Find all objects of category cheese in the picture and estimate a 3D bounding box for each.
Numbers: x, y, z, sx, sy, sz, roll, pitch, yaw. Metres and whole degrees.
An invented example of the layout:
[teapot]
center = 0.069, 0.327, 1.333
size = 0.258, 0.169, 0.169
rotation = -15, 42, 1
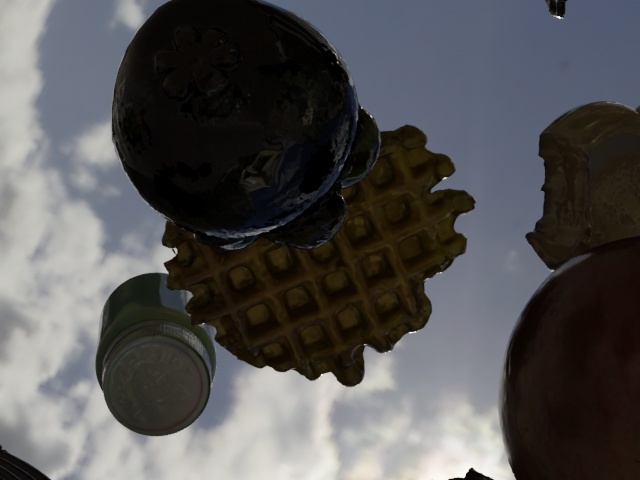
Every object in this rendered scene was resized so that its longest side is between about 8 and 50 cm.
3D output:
[cheese]
center = 0.309, -0.072, 1.707
size = 0.071, 0.249, 0.163
rotation = 13, -58, 55

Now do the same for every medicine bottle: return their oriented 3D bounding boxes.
[medicine bottle]
center = -0.190, 0.130, 1.984
size = 0.139, 0.139, 0.225
rotation = -59, -168, 10

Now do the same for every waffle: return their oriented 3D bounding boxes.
[waffle]
center = 0.001, 0.001, 1.799
size = 0.312, 0.307, 0.060
rotation = -55, -160, 6

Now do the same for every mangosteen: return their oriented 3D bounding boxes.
[mangosteen]
center = -0.066, -0.095, 1.494
size = 0.243, 0.243, 0.243
rotation = -44, -148, 36

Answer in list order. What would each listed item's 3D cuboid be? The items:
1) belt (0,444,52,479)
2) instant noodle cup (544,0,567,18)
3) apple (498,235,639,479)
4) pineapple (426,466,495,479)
[belt]
center = -0.363, 0.260, 1.520
size = 0.338, 0.217, 0.122
rotation = 17, -68, 29
[instant noodle cup]
center = 0.266, -0.327, 1.630
size = 0.177, 0.125, 0.208
rotation = -113, -166, -62
[apple]
center = 0.312, 0.154, 1.524
size = 0.345, 0.344, 0.269
rotation = -24, -136, 53
[pineapple]
center = 0.154, 0.294, 1.754
size = 0.111, 0.237, 0.119
rotation = 46, -56, 35
